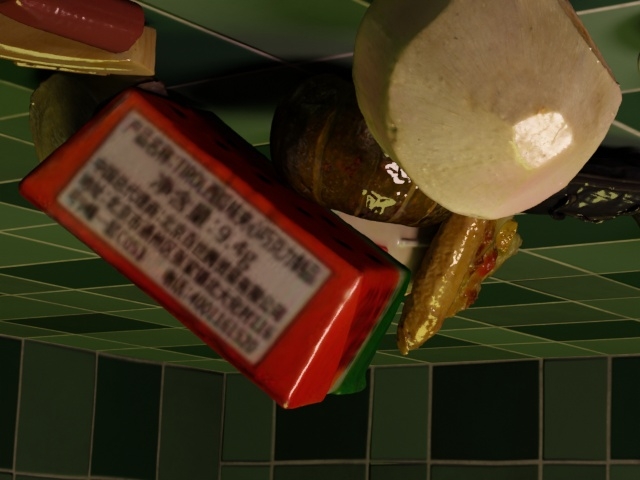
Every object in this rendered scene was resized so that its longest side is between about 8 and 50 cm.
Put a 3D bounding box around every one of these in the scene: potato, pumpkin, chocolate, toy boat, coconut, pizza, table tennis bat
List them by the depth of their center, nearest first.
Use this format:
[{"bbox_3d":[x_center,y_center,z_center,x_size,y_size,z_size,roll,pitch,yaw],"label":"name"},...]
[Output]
[{"bbox_3d":[-0.318,-0.232,1.432,0.268,0.051,0.415,-7,164,43],"label":"table tennis bat"},{"bbox_3d":[0.135,-0.131,1.444,0.197,0.237,0.237,-30,167,0],"label":"coconut"},{"bbox_3d":[-0.255,-0.190,1.621,0.200,0.057,0.077,6,175,-17],"label":"toy boat"},{"bbox_3d":[0.048,-0.105,1.771,0.219,0.162,0.219,18,-171,-3],"label":"pumpkin"},{"bbox_3d":[-0.086,0.005,1.782,0.360,0.161,0.341,38,-173,10],"label":"chocolate"},{"bbox_3d":[-0.239,-0.149,1.824,0.120,0.100,0.261,-35,171,-28],"label":"potato"},{"bbox_3d":[0.218,0.004,2.303,0.075,0.280,0.288,31,-154,18],"label":"pizza"}]

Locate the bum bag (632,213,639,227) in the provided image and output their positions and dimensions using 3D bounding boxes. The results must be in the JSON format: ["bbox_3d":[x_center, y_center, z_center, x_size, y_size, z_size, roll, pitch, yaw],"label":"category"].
[{"bbox_3d":[0.503,-0.051,2.121,0.142,0.079,0.326,7,167,-27],"label":"bum bag"}]

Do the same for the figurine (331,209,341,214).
[{"bbox_3d":[0.034,-0.082,2.037,0.197,0.093,0.147,-11,172,38],"label":"figurine"}]

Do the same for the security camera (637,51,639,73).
[{"bbox_3d":[0.406,-0.153,1.637,0.157,0.080,0.301,-1,159,28],"label":"security camera"}]

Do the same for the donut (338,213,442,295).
[{"bbox_3d":[0.000,0.000,2.349,0.383,0.142,0.382,1,169,0],"label":"donut"}]

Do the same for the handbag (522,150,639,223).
[{"bbox_3d":[0.307,-0.066,2.072,0.254,0.088,0.211,4,180,-24],"label":"handbag"}]
